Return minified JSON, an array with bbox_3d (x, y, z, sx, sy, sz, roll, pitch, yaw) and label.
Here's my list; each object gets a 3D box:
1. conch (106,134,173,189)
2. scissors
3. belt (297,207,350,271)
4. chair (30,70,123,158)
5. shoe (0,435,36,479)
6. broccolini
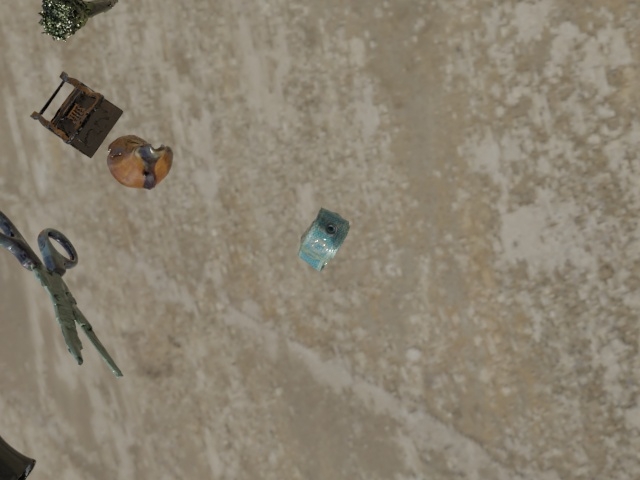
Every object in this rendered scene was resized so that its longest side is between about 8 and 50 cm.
[{"bbox_3d":[-0.270,-0.115,1.593,0.233,0.086,0.080,20,101,58],"label":"conch"},{"bbox_3d":[-0.448,0.086,1.813,0.029,0.256,0.383,-44,59,10],"label":"scissors"},{"bbox_3d":[0.000,0.000,1.981,0.302,0.072,0.087,125,169,-83],"label":"belt"},{"bbox_3d":[-0.403,-0.205,1.821,0.106,0.113,0.229,-56,38,-1],"label":"chair"},{"bbox_3d":[-0.439,0.348,1.485,0.241,0.093,0.108,59,144,20],"label":"shoe"},{"bbox_3d":[-0.286,-0.287,1.295,0.054,0.239,0.051,35,110,-7],"label":"broccolini"}]
